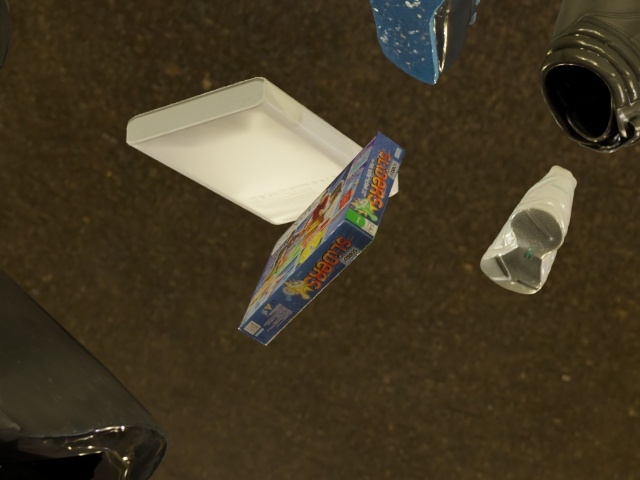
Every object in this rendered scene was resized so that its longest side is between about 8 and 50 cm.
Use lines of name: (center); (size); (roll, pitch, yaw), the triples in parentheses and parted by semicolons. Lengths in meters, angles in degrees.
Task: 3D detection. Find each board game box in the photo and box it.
board game box: (0.000, 0.000, 1.237); (0.035, 0.136, 0.201); (33, 134, -12)

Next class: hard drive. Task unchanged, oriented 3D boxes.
hard drive: (-0.065, -0.103, 1.588); (0.203, 0.040, 0.307); (-13, 155, 30)

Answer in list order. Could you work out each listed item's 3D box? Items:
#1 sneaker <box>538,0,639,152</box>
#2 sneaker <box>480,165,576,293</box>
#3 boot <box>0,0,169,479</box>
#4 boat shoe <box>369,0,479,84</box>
sneaker: (0.309, -0.109, 1.142); (0.296, 0.147, 0.104); (40, 153, -13)
sneaker: (0.174, -0.005, 1.025); (0.054, 0.061, 0.152); (30, 153, 4)
boot: (-0.239, -0.011, 0.750); (0.445, 0.367, 0.146); (36, 132, 32)
boat shoe: (0.084, -0.228, 1.018); (0.109, 0.089, 0.258); (36, 165, 12)
